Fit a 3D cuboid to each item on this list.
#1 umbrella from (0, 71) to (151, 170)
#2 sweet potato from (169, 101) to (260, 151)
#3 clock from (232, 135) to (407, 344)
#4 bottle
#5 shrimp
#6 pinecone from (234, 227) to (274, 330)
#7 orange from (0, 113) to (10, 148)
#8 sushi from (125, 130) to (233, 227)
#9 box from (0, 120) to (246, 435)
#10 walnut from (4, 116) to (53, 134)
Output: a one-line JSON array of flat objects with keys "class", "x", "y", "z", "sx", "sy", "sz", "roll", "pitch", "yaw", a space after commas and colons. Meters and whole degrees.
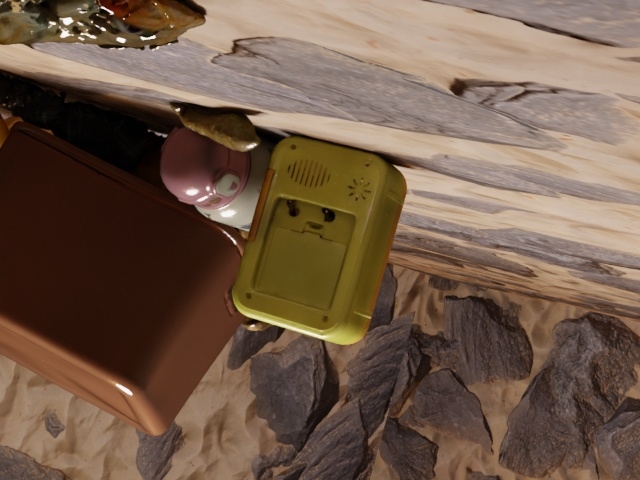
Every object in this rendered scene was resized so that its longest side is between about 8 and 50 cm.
[{"class": "umbrella", "x": -0.322, "y": -0.154, "z": 1.677, "sx": 0.224, "sy": 0.080, "sz": 0.071, "roll": 22, "pitch": -150, "yaw": -37}, {"class": "sweet potato", "x": -0.101, "y": -0.117, "z": 1.385, "sx": 0.153, "sy": 0.038, "sz": 0.041, "roll": 25, "pitch": 162, "yaw": 48}, {"class": "clock", "x": 0.000, "y": 0.000, "z": 1.443, "sx": 0.143, "sy": 0.202, "sz": 0.096, "roll": 15, "pitch": 177, "yaw": 22}, {"class": "bottle", "x": -0.086, "y": -0.069, "z": 1.525, "sx": 0.110, "sy": 0.110, "sz": 0.233, "roll": 14, "pitch": 177, "yaw": 35}, {"class": "shrimp", "x": -0.163, "y": -0.150, "z": 0.851, "sx": 0.173, "sy": 0.058, "sz": 0.253, "roll": 7, "pitch": 180, "yaw": 4}, {"class": "pinecone", "x": -0.085, "y": 0.009, "z": 1.910, "sx": 0.243, "sy": 0.243, "sz": 0.257, "roll": 14, "pitch": 177, "yaw": 32}, {"class": "orange", "x": -0.552, "y": -0.120, "z": 1.897, "sx": 0.240, "sy": 0.240, "sz": 0.240, "roll": 15, "pitch": 178, "yaw": 1}, {"class": "sushi", "x": -0.160, "y": -0.072, "z": 1.753, "sx": 0.149, "sy": 0.140, "sz": 0.287, "roll": 56, "pitch": 161, "yaw": -20}, {"class": "box", "x": -0.281, "y": 0.055, "z": 1.657, "sx": 0.339, "sy": 0.229, "sz": 0.239, "roll": 26, "pitch": 161, "yaw": 16}, {"class": "walnut", "x": -0.458, "y": -0.108, "z": 2.188, "sx": 0.195, "sy": 0.195, "sz": 0.222, "roll": 14, "pitch": -176, "yaw": 37}]
